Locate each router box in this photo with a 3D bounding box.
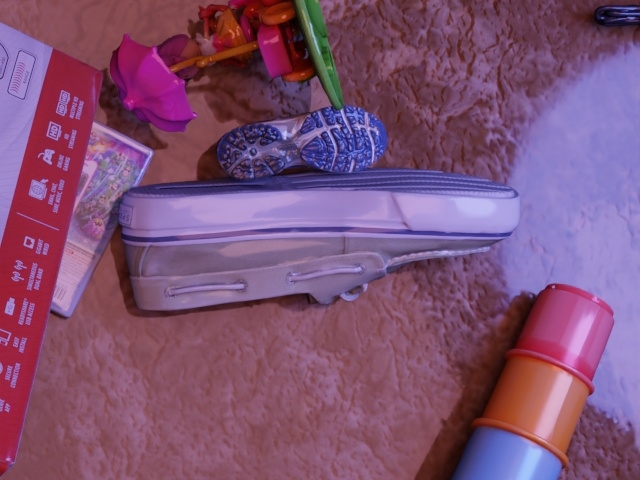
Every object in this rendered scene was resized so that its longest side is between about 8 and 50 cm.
[{"bbox_3d":[-0.318,-0.028,1.306,0.301,0.082,0.335,24,50,-22],"label":"router box"}]

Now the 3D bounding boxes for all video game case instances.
[{"bbox_3d":[-0.225,-0.040,1.485,0.157,0.019,0.143,28,79,-8],"label":"video game case"}]

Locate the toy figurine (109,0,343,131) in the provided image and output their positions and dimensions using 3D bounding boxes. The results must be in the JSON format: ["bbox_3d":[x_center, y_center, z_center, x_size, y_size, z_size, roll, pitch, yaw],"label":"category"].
[{"bbox_3d":[-0.078,-0.144,1.481,0.159,0.173,0.130,-17,115,6],"label":"toy figurine"}]

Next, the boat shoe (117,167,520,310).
[{"bbox_3d":[0.000,0.000,1.499,0.302,0.109,0.094,-2,103,-5],"label":"boat shoe"}]

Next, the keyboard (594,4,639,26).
[{"bbox_3d":[0.288,-0.250,1.610,0.317,0.033,0.201,5,77,-11],"label":"keyboard"}]

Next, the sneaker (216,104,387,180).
[{"bbox_3d":[-0.017,-0.077,1.512,0.135,0.058,0.052,-4,99,-17],"label":"sneaker"}]

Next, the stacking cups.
[{"bbox_3d":[0.135,0.184,1.507,0.096,0.096,0.316,28,70,-8],"label":"stacking cups"}]
